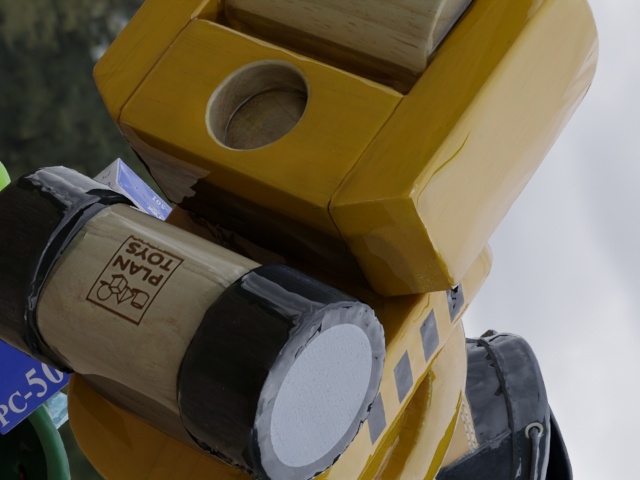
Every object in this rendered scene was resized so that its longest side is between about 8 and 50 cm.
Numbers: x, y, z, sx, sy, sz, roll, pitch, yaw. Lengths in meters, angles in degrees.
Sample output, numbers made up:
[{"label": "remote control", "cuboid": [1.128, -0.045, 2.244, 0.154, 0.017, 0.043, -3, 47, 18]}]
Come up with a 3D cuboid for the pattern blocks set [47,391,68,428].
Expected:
[{"label": "pattern blocks set", "cuboid": [-0.221, 0.070, 1.900, 0.285, 0.325, 0.026, 30, -42, 36]}]

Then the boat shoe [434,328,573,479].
[{"label": "boat shoe", "cuboid": [0.143, 0.213, 1.689, 0.500, 0.156, 0.187, 71, -1, -62]}]

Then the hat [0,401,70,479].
[{"label": "hat", "cuboid": [-0.245, 0.134, 1.626, 0.208, 0.183, 0.173, 23, -60, 21]}]

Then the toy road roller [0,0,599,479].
[{"label": "toy road roller", "cuboid": [0.000, 0.000, 0.994, 0.202, 0.329, 0.240, 24, -19, 33]}]

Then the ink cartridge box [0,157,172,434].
[{"label": "ink cartridge box", "cuboid": [-0.189, 0.043, 1.403, 0.097, 0.207, 0.046, 45, 17, -23]}]

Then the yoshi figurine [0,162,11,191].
[{"label": "yoshi figurine", "cuboid": [-0.437, -0.067, 2.108, 0.203, 0.203, 0.362, 25, 12, -32]}]
